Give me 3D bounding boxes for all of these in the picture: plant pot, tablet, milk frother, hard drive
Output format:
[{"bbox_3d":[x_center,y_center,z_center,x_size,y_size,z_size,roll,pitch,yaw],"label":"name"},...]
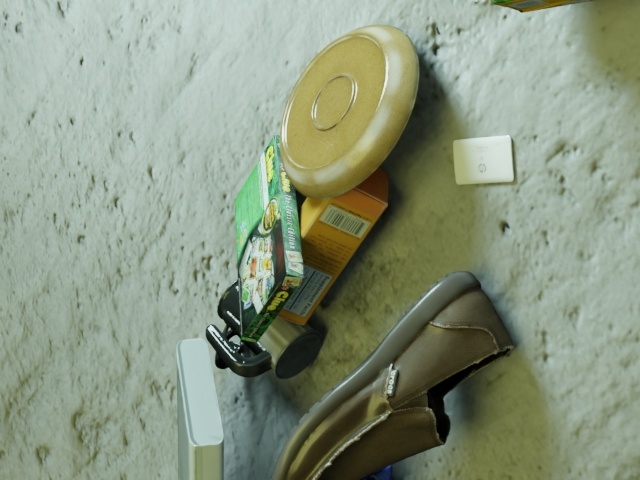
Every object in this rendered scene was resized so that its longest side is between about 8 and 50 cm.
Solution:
[{"bbox_3d":[0.024,-0.165,1.458,0.236,0.032,0.236,-27,50,38],"label":"plant pot"},{"bbox_3d":[0.192,-0.094,1.399,0.083,0.006,0.054,-1,96,44],"label":"tablet"},{"bbox_3d":[-0.081,0.145,1.646,0.135,0.129,0.143,43,166,31],"label":"milk frother"},{"bbox_3d":[-0.169,0.348,1.651,0.233,0.047,0.353,-111,21,-58],"label":"hard drive"}]

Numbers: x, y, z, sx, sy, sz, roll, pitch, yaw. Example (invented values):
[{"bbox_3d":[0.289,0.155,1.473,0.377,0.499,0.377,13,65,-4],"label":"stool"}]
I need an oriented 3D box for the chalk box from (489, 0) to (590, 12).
[{"bbox_3d":[0.240,-0.351,1.208,0.132,0.132,0.213,-4,94,24],"label":"chalk box"}]

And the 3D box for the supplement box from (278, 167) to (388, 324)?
[{"bbox_3d":[0.000,0.000,1.533,0.233,0.080,0.078,-54,19,34],"label":"supplement box"}]

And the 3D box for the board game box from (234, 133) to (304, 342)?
[{"bbox_3d":[-0.071,-0.006,1.556,0.136,0.030,0.259,-56,27,39],"label":"board game box"}]

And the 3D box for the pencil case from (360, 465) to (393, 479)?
[{"bbox_3d":[0.078,0.424,1.502,0.133,0.119,0.306,-36,71,65],"label":"pencil case"}]

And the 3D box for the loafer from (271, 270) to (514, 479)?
[{"bbox_3d":[0.085,0.203,1.391,0.130,0.134,0.366,43,99,19],"label":"loafer"}]
